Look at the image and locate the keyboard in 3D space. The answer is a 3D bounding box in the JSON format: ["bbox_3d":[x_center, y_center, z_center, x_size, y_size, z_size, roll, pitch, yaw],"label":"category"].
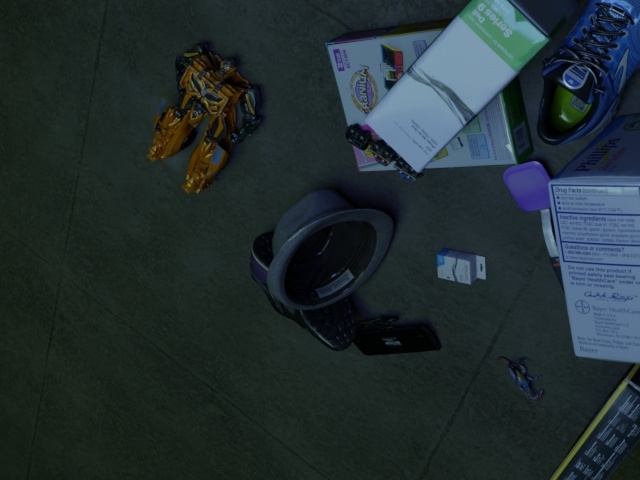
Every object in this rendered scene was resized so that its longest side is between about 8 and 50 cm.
[{"bbox_3d":[0.139,0.177,2.187,0.192,0.038,0.100,-10,132,40],"label":"keyboard"}]

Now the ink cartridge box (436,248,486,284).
[{"bbox_3d":[0.251,0.048,2.016,0.083,0.028,0.048,11,121,33],"label":"ink cartridge box"}]

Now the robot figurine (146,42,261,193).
[{"bbox_3d":[-0.229,-0.235,2.188,0.211,0.085,0.291,40,133,11],"label":"robot figurine"}]

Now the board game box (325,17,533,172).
[{"bbox_3d":[0.178,-0.240,1.882,0.316,0.064,0.242,1,115,38],"label":"board game box"}]

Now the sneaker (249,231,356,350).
[{"bbox_3d":[-0.035,0.116,2.237,0.283,0.107,0.124,50,149,20],"label":"sneaker"}]

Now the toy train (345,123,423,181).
[{"bbox_3d":[0.107,-0.146,1.926,0.158,0.027,0.036,34,135,18],"label":"toy train"}]

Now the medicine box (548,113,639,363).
[{"bbox_3d":[0.469,-0.008,1.652,0.149,0.263,0.289,4,117,36],"label":"medicine box"}]

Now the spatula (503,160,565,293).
[{"bbox_3d":[0.387,0.003,1.884,0.084,0.030,0.296,-12,108,42],"label":"spatula"}]

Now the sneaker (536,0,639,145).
[{"bbox_3d":[0.407,-0.266,1.632,0.129,0.147,0.330,33,130,19],"label":"sneaker"}]

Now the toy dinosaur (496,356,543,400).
[{"bbox_3d":[0.371,0.252,2.050,0.082,0.047,0.090,66,167,-24],"label":"toy dinosaur"}]

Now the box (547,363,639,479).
[{"bbox_3d":[0.487,0.276,1.807,0.079,0.257,0.322,37,133,16],"label":"box"}]

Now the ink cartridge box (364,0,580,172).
[{"bbox_3d":[0.219,-0.260,1.648,0.121,0.211,0.289,43,124,-1],"label":"ink cartridge box"}]

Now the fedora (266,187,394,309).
[{"bbox_3d":[0.000,0.000,2.087,0.124,0.243,0.275,60,147,36],"label":"fedora"}]
